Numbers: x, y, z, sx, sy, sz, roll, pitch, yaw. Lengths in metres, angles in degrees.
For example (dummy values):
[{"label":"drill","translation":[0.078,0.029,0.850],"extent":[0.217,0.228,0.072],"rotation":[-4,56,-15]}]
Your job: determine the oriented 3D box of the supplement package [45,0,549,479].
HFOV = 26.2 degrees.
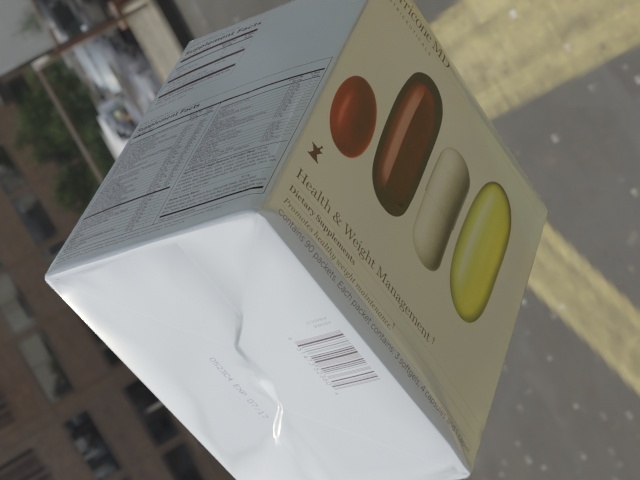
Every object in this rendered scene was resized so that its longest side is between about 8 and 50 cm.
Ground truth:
[{"label":"supplement package","translation":[0.000,0.000,0.748],"extent":[0.149,0.203,0.194],"rotation":[-16,125,36]}]
